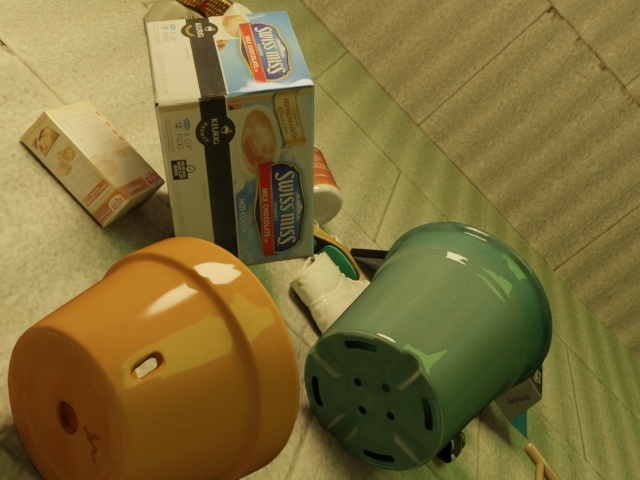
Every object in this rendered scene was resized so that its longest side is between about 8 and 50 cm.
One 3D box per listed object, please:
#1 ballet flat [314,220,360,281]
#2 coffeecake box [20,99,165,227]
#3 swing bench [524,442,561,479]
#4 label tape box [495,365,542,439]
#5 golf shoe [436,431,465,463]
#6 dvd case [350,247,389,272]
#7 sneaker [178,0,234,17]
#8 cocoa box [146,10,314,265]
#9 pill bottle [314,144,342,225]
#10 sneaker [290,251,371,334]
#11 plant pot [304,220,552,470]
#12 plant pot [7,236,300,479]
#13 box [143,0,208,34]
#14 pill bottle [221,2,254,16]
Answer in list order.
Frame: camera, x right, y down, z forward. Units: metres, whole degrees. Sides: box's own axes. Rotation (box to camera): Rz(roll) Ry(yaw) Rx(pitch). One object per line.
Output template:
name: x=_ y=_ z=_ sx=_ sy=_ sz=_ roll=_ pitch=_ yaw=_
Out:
ballet flat: x=0.000 y=0.000 z=1.815 sx=0.232 sy=0.080 sz=0.073 roll=39 pitch=42 yaw=-20
coffeecake box: x=-0.354 y=-0.125 z=1.382 sx=0.185 sy=0.068 sz=0.142 roll=47 pitch=20 yaw=-3
swing bench: x=0.304 y=0.495 z=1.328 sx=0.254 sy=0.253 sz=0.165 roll=48 pitch=22 yaw=1
label tape box: x=0.424 y=0.234 z=1.949 sx=0.347 sy=0.115 sz=0.249 roll=52 pitch=33 yaw=-25
golf shoe: x=0.198 y=0.332 z=1.648 sx=0.198 sy=0.077 sz=0.094 roll=47 pitch=22 yaw=0
dvd case: x=0.207 y=0.086 z=2.003 sx=0.253 sy=0.022 sz=0.180 roll=34 pitch=-17 yaw=-33
sneaker: x=-0.263 y=-0.561 z=1.999 sx=0.186 sy=0.070 sz=0.083 roll=25 pitch=38 yaw=-47
cocoa box: x=-0.137 y=-0.152 z=1.394 sx=0.231 sy=0.228 sz=0.347 roll=-107 pitch=-167 yaw=-45
pill bottle: x=-0.038 y=-0.143 z=1.945 sx=0.121 sy=0.121 sz=0.216 roll=27 pitch=30 yaw=-43
sneaker: x=0.048 y=0.088 z=1.736 sx=0.169 sy=0.108 sz=0.292 roll=55 pitch=23 yaw=8
plant pot: x=0.166 y=0.188 z=1.464 sx=0.341 sy=0.341 sz=0.334 roll=50 pitch=42 yaw=4
plant pot: x=-0.197 y=0.157 z=0.956 sx=0.204 sy=0.291 sz=0.290 roll=-18 pitch=67 yaw=-50
box: x=-0.273 y=-0.465 z=2.062 sx=0.275 sy=0.113 sz=0.094 roll=30 pitch=29 yaw=-35
pill bottle: x=-0.221 y=-0.387 z=1.863 sx=0.131 sy=0.229 sz=0.131 roll=40 pitch=22 yaw=-20
